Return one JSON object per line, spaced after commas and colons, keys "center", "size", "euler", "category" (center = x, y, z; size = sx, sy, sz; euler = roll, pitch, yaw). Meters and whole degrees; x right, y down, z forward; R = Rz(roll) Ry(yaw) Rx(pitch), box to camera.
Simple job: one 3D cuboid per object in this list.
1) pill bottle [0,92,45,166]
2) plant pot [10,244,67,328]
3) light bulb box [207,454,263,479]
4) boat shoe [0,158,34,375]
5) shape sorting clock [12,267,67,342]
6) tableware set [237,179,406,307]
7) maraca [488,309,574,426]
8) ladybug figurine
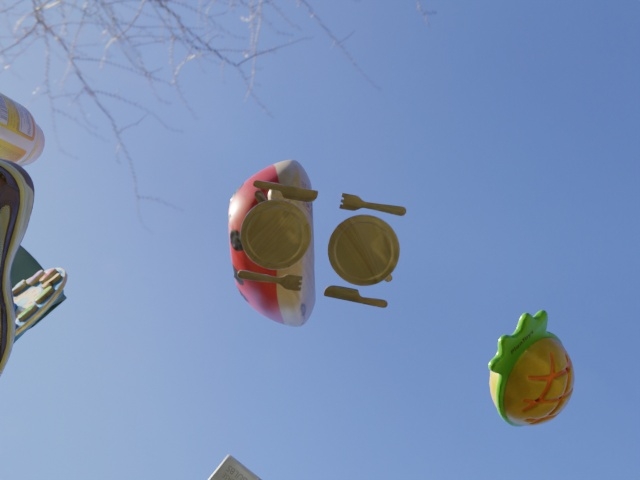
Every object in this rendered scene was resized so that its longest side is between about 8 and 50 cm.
{"center": [-0.545, -0.187, 1.268], "size": [0.118, 0.208, 0.117], "euler": [-1, -97, 7], "category": "pill bottle"}
{"center": [-0.739, 0.099, 1.740], "size": [0.166, 0.165, 0.234], "euler": [-36, -92, 31], "category": "plant pot"}
{"center": [-0.083, 0.536, 0.951], "size": [0.358, 0.361, 0.225], "euler": [31, -24, 20], "category": "light bulb box"}
{"center": [-0.347, 0.048, 0.728], "size": [0.095, 0.095, 0.257], "euler": [13, -79, 4], "category": "boat shoe"}
{"center": [-0.509, 0.114, 1.271], "size": [0.206, 0.206, 0.040], "euler": [-22, -59, 26], "category": "shape sorting clock"}
{"center": [0.000, 0.000, 0.938], "size": [0.194, 0.039, 0.128], "euler": [11, -82, 1], "category": "tableware set"}
{"center": [0.268, 0.168, 0.987], "size": [0.099, 0.127, 0.185], "euler": [26, -27, 45], "category": "maraca"}
{"center": [-0.094, 0.010, 1.550], "size": [0.162, 0.304, 0.449], "euler": [-2, -29, -1], "category": "ladybug figurine"}
